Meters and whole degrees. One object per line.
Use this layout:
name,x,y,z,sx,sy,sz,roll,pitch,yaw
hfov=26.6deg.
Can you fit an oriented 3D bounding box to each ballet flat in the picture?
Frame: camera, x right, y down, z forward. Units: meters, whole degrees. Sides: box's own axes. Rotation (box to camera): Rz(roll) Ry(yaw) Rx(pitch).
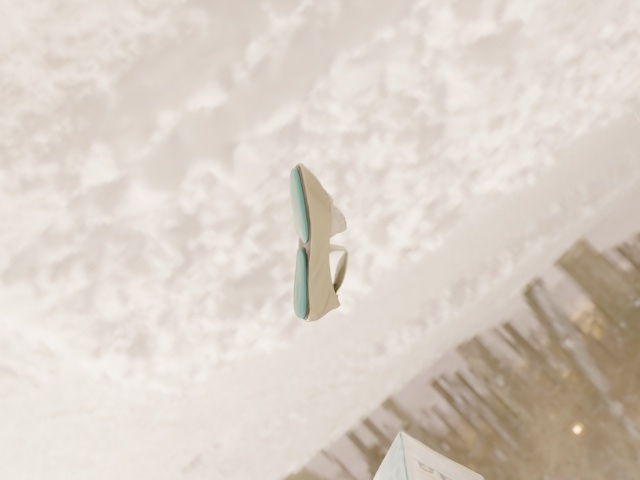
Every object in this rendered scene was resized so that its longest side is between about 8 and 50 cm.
ballet flat,0.000,0.000,1.931,0.086,0.086,0.248,-32,132,-45

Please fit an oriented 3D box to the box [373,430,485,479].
box,0.106,0.249,1.243,0.060,0.100,0.244,-61,180,5

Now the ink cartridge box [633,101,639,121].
ink cartridge box,0.542,-0.093,1.731,0.114,0.197,0.273,-49,-152,26
